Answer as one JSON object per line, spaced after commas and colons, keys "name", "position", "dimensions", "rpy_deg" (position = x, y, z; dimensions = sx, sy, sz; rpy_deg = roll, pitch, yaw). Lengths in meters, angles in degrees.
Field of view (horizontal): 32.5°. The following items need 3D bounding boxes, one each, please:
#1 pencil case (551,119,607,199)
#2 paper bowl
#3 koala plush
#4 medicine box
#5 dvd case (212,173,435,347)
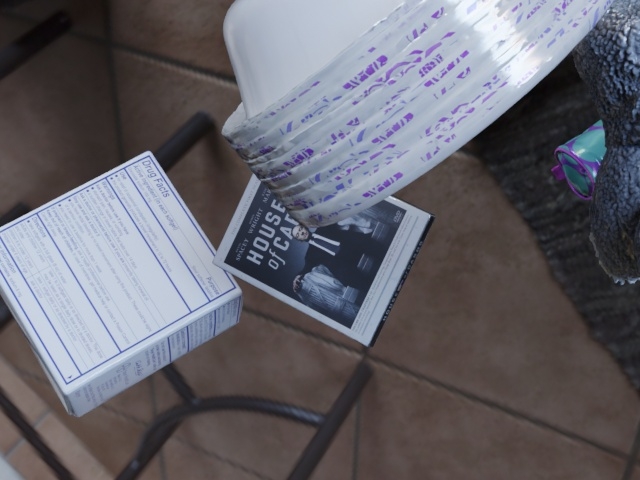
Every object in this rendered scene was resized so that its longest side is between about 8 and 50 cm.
{"name": "pencil case", "position": [0.307, -0.107, 1.097], "dimensions": [0.064, 0.151, 0.070], "rpy_deg": [57, 170, -20]}
{"name": "paper bowl", "position": [0.049, -0.152, 0.732], "dimensions": [0.284, 0.284, 0.148], "rpy_deg": [-27, 107, 44]}
{"name": "koala plush", "position": [0.275, -0.067, 0.863], "dimensions": [0.203, 0.196, 0.221], "rpy_deg": [14, 93, -1]}
{"name": "medicine box", "position": [-0.300, 0.062, 1.594], "dimensions": [0.263, 0.289, 0.149], "rpy_deg": [56, 162, 15]}
{"name": "dvd case", "position": [0.000, 0.000, 1.364], "dimensions": [0.238, 0.029, 0.179], "rpy_deg": [26, 94, 21]}
